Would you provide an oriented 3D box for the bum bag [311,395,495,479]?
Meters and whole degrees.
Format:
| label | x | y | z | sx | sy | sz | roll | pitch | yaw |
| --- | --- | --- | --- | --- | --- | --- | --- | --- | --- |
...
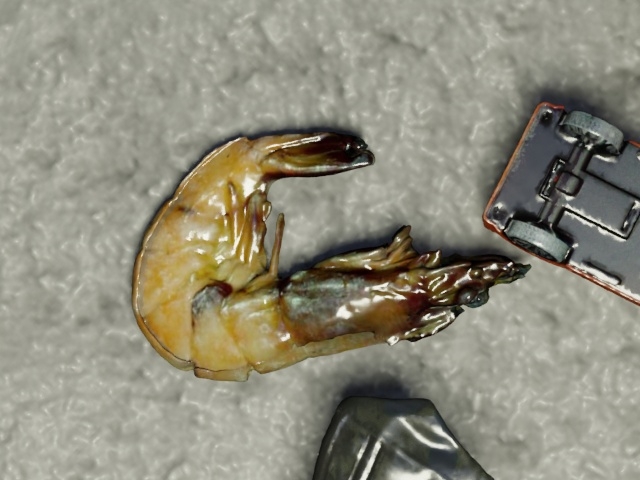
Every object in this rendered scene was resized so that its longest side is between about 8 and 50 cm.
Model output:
| label | x | y | z | sx | sy | sz | roll | pitch | yaw |
| --- | --- | --- | --- | --- | --- | --- | --- | --- | --- |
| bum bag | 0.027 | 0.257 | 1.339 | 0.137 | 0.074 | 0.310 | 22 | 97 | 11 |

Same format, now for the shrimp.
| label | x | y | z | sx | sy | sz | roll | pitch | yaw |
| --- | --- | --- | --- | --- | --- | --- | --- | --- | --- |
| shrimp | 0.001 | 0.001 | 1.426 | 0.289 | 0.075 | 0.178 | -13 | 83 | 11 |

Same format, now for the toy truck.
| label | x | y | z | sx | sy | sz | roll | pitch | yaw |
| --- | --- | --- | --- | --- | --- | --- | --- | --- | --- |
| toy truck | 0.248 | 0.002 | 1.403 | 0.253 | 0.114 | 0.107 | 27 | 84 | 2 |
